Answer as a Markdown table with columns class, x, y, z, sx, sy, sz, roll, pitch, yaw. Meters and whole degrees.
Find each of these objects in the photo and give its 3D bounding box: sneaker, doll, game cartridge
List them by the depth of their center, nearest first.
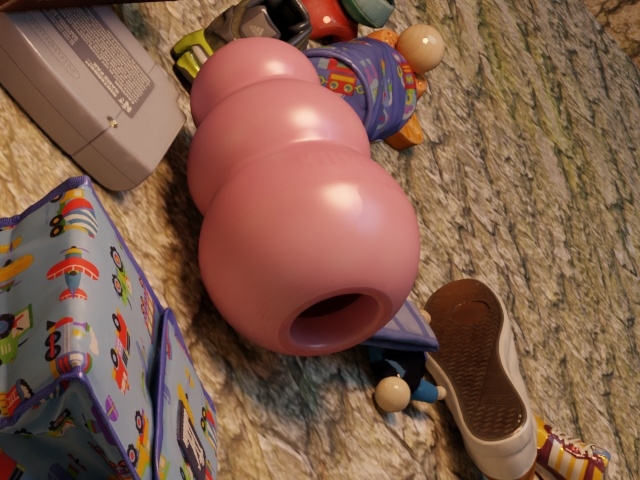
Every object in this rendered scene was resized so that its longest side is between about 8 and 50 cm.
| class | x | y | z | sx | sy | sz | roll | pitch | yaw |
| --- | --- | --- | --- | --- | --- | --- | --- | --- | --- |
| game cartridge | -0.247 | -0.188 | 1.738 | 0.297 | 0.062 | 0.198 | 51 | 26 | -13 |
| doll | 0.087 | 0.123 | 2.002 | 0.129 | 0.046 | 0.189 | 48 | 22 | -16 |
| sneaker | 0.176 | 0.166 | 2.096 | 0.290 | 0.106 | 0.123 | -99 | 172 | -51 |
| sneaker | -0.055 | -0.227 | 2.097 | 0.111 | 0.121 | 0.300 | 54 | 22 | -7 |
| sneaker | 0.291 | 0.250 | 2.197 | 0.185 | 0.084 | 0.069 | 54 | 22 | -5 |

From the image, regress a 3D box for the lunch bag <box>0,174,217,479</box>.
| class | x | y | z | sx | sy | sz | roll | pitch | yaw |
| --- | --- | --- | --- | --- | --- | --- | --- | --- | --- |
| lunch bag | -0.157 | 0.140 | 1.404 | 0.293 | 0.138 | 0.221 | 55 | 17 | -37 |

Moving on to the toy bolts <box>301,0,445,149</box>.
| class | x | y | z | sx | sy | sz | roll | pitch | yaw |
| --- | --- | --- | --- | --- | --- | --- | --- | --- | --- |
| toy bolts | 0.094 | -0.247 | 2.387 | 0.218 | 0.158 | 0.228 | 23 | 39 | -54 |

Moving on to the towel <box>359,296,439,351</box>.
| class | x | y | z | sx | sy | sz | roll | pitch | yaw |
| --- | --- | --- | --- | --- | --- | --- | --- | --- | --- |
| towel | 0.000 | 0.000 | 1.961 | 0.285 | 0.034 | 0.209 | 56 | 20 | 22 |

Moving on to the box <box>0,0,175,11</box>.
| class | x | y | z | sx | sy | sz | roll | pitch | yaw |
| --- | --- | --- | --- | --- | --- | --- | --- | --- | --- |
| box | -0.200 | -0.327 | 1.753 | 0.191 | 0.143 | 0.381 | 65 | 20 | 0 |

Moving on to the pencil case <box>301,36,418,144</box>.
| class | x | y | z | sx | sy | sz | roll | pitch | yaw |
| --- | --- | --- | --- | --- | --- | --- | --- | --- | --- |
| pencil case | 0.027 | -0.159 | 2.123 | 0.306 | 0.119 | 0.133 | -31 | 118 | -75 |

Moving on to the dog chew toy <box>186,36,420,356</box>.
| class | x | y | z | sx | sy | sz | roll | pitch | yaw |
| --- | --- | --- | --- | --- | --- | --- | --- | --- | --- |
| dog chew toy | -0.033 | -0.057 | 1.786 | 0.206 | 0.207 | 0.332 | 28 | 35 | -49 |
